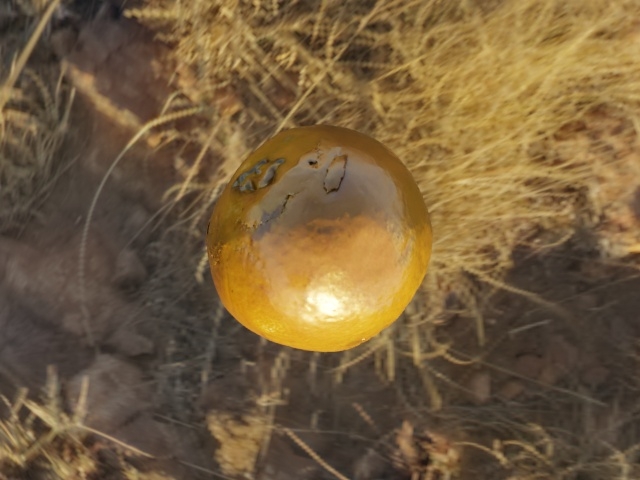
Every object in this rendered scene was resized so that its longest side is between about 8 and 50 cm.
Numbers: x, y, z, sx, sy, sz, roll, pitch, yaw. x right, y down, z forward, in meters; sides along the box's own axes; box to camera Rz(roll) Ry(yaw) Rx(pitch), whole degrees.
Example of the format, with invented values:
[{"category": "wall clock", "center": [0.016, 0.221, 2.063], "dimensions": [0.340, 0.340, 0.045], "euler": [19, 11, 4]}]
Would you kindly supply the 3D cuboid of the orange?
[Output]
[{"category": "orange", "center": [0.000, 0.000, 0.498], "dimensions": [0.084, 0.083, 0.083], "euler": [1, 84, -14]}]
